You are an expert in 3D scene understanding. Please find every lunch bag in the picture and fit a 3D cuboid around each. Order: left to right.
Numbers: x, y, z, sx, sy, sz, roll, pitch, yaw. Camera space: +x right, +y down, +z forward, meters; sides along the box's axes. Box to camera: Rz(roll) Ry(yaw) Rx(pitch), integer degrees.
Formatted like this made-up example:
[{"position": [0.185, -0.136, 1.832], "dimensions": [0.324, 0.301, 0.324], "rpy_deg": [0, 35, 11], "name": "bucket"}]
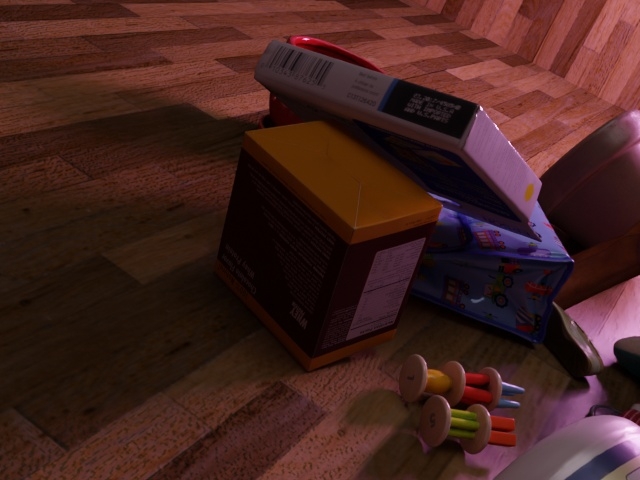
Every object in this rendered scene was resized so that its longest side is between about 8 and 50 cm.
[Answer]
[{"position": [0.169, 0.007, 1.246], "dimensions": [0.293, 0.138, 0.221], "rpy_deg": [11, 27, -8], "name": "lunch bag"}]

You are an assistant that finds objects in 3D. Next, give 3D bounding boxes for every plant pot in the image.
[{"position": [0.004, -0.218, 1.457], "dimensions": [0.191, 0.174, 0.191], "rpy_deg": [19, 26, -10], "name": "plant pot"}, {"position": [0.535, -0.066, 1.581], "dimensions": [0.229, 0.263, 0.263], "rpy_deg": [52, 33, 16], "name": "plant pot"}]

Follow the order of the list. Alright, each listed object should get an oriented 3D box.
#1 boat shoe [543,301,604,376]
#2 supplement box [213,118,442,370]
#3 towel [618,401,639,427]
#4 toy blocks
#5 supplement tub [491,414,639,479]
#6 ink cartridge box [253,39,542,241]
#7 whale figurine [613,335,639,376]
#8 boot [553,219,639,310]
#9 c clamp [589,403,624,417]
[{"position": [0.340, 0.135, 1.221], "dimensions": [0.045, 0.050, 0.135], "rpy_deg": [12, 38, -32], "name": "boat shoe"}, {"position": [0.000, 0.000, 0.987], "dimensions": [0.129, 0.194, 0.191], "rpy_deg": [-15, 44, -38], "name": "supplement box"}, {"position": [0.389, 0.277, 0.929], "dimensions": [0.237, 0.037, 0.329], "rpy_deg": [30, 21, 27], "name": "towel"}, {"position": [0.172, 0.183, 0.969], "dimensions": [0.148, 0.054, 0.123], "rpy_deg": [13, 27, -24], "name": "toy blocks"}, {"position": [0.241, 0.302, 0.585], "dimensions": [0.235, 0.235, 0.325], "rpy_deg": [-3, 36, -44], "name": "supplement tub"}, {"position": [0.113, -0.120, 1.107], "dimensions": [0.304, 0.072, 0.307], "rpy_deg": [24, -4, 34], "name": "ink cartridge box"}, {"position": [0.504, 0.206, 1.163], "dimensions": [0.216, 0.141, 0.272], "rpy_deg": [14, 3, -30], "name": "whale figurine"}, {"position": [0.471, 0.009, 1.358], "dimensions": [0.096, 0.280, 0.264], "rpy_deg": [53, 27, -12], "name": "boot"}, {"position": [0.384, 0.249, 1.070], "dimensions": [0.161, 0.022, 0.137], "rpy_deg": [20, 20, -5], "name": "c clamp"}]
